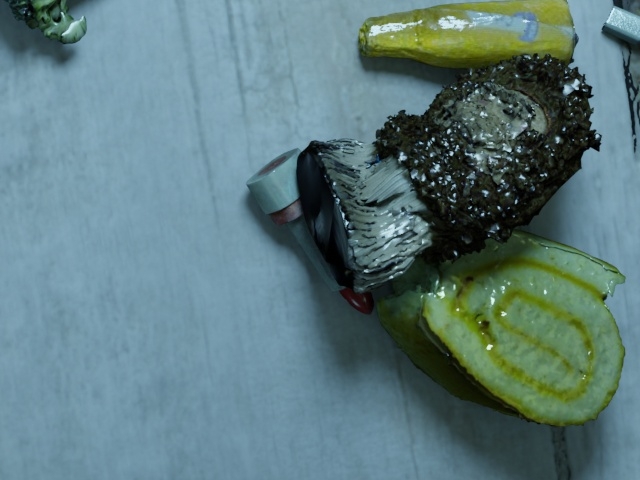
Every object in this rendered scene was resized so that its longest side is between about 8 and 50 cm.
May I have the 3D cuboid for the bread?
[{"bbox_3d":[0.189,0.080,1.554,0.257,0.124,0.186,25,81,-9],"label":"bread"}]

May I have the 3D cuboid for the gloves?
[{"bbox_3d":[0.132,-0.074,1.485,0.312,0.210,0.135,-20,121,-3],"label":"gloves"}]

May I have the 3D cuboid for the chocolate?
[{"bbox_3d":[0.149,-0.208,1.558,0.219,0.085,0.085,-4,93,-7],"label":"chocolate"}]

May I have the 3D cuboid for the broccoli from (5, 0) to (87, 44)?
[{"bbox_3d":[-0.225,-0.279,1.484,0.204,0.118,0.122,-19,65,-24],"label":"broccoli"}]

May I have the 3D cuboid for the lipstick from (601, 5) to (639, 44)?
[{"bbox_3d":[0.354,-0.216,1.604,0.107,0.025,0.025,24,86,5],"label":"lipstick"}]

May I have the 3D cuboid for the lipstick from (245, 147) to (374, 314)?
[{"bbox_3d":[-0.001,0.000,1.550,0.063,0.057,0.186,-42,105,-35],"label":"lipstick"}]
